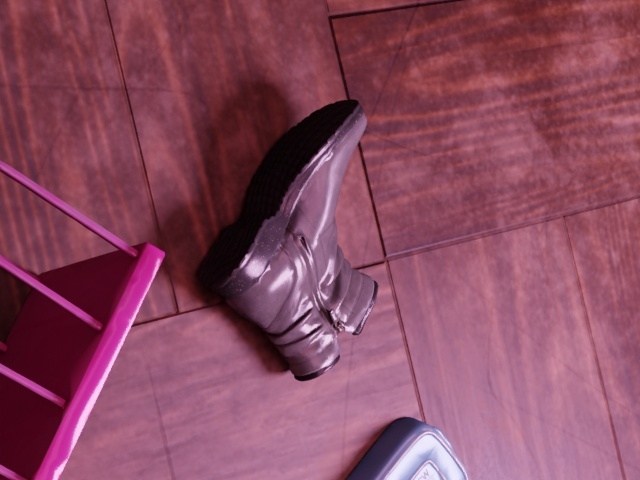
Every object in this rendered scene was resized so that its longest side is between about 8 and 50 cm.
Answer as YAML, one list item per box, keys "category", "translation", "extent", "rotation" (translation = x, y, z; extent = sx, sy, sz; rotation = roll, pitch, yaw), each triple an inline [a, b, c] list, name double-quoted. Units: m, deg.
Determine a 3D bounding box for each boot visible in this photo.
- category: "boot"
  translation: [0.000, 0.000, 1.670]
  extent: [0.161, 0.083, 0.246]
  rotation: [45, 66, -29]

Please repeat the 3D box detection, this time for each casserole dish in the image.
- category: "casserole dish"
  translation: [0.081, 0.256, 1.699]
  extent: [0.114, 0.037, 0.188]
  rotation: [53, 57, -17]

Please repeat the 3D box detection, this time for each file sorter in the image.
- category: "file sorter"
  translation: [-0.296, 0.100, 1.359]
  extent: [0.182, 0.202, 0.291]
  rotation: [35, 64, -24]
